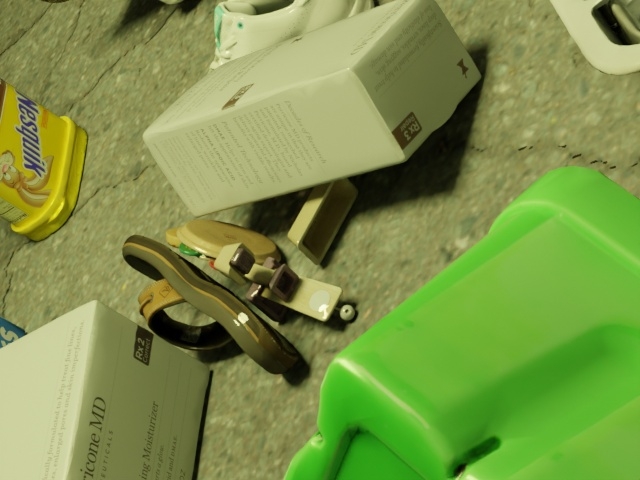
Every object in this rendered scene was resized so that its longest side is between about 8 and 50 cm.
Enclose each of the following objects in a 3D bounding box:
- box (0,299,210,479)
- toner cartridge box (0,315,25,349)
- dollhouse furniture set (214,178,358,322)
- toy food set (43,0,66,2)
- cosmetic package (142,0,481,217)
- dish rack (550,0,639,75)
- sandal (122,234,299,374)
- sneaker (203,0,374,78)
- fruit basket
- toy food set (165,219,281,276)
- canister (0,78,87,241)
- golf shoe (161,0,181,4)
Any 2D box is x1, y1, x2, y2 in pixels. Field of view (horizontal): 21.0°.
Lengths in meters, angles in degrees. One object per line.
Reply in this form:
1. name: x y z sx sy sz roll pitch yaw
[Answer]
1. box: -0.191 0.169 1.259 0.182 0.119 0.181 -26 43 37
2. toner cartridge box: -0.392 0.219 1.509 0.348 0.075 0.165 -42 37 20
3. dollhouse furniture set: 0.000 0.000 1.214 0.081 0.091 0.114 17 72 40
4. toy food set: -0.156 -0.366 1.619 0.219 0.092 0.306 -26 26 51
5. cosmetic package: -0.010 -0.097 1.263 0.231 0.085 0.117 -16 24 45
6. dish rack: 0.280 -0.256 1.080 0.333 0.072 0.285 -43 34 19
7. sandal: -0.092 0.055 1.272 0.060 0.090 0.219 -53 41 -2
8. sneaker: -0.061 -0.150 1.396 0.212 0.094 0.080 -42 37 20
9. fruit basket: 0.199 0.137 0.690 0.392 0.392 0.283 -115 39 -53
10. toy food set: -0.070 0.006 1.288 0.082 0.083 0.020 40 118 57
11. canister: -0.304 -0.092 1.581 0.073 0.170 0.126 -29 41 34
12. golf shoe: -0.088 -0.287 1.573 0.186 0.067 0.086 -49 34 9
